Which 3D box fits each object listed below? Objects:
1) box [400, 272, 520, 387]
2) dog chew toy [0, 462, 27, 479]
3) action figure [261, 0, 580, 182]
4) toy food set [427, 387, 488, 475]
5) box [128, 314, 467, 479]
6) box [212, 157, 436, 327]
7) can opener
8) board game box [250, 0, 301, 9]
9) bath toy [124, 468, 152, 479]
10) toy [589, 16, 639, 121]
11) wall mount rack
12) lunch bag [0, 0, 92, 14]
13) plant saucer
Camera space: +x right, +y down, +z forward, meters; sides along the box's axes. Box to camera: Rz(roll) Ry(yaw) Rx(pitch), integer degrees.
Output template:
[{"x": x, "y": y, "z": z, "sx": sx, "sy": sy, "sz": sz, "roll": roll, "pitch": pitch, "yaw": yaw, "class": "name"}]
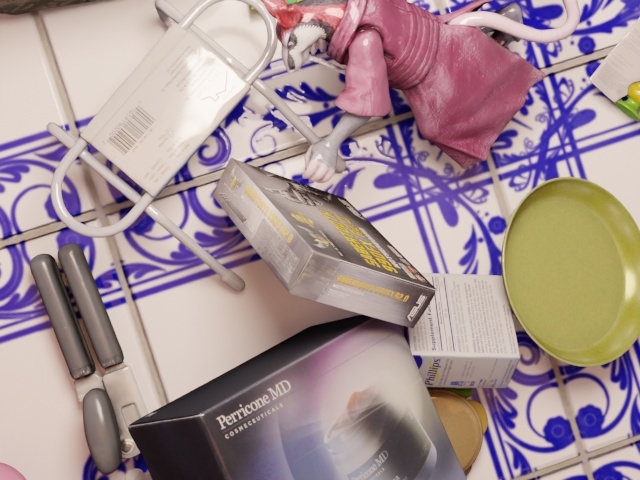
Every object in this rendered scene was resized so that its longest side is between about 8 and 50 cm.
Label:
[{"x": 0.165, "y": 0.111, "z": 1.248, "sx": 0.137, "sy": 0.072, "sz": 0.126, "roll": 3, "pitch": 50, "yaw": -6, "class": "box"}, {"x": -0.489, "y": 0.300, "z": 1.154, "sx": 0.331, "sy": 0.206, "sz": 0.207, "roll": 14, "pitch": 88, "yaw": -13, "class": "dog chew toy"}, {"x": 0.101, "y": -0.216, "z": 1.147, "sx": 0.370, "sy": 0.275, "sz": 0.248, "roll": 13, "pitch": 53, "yaw": -40, "class": "action figure"}, {"x": 0.151, "y": 0.249, "z": 1.297, "sx": 0.132, "sy": 0.038, "sz": 0.192, "roll": -7, "pitch": 96, "yaw": 1, "class": "toy food set"}, {"x": -0.009, "y": 0.272, "z": 1.144, "sx": 0.296, "sy": 0.182, "sz": 0.294, "roll": -26, "pitch": 92, "yaw": -38, "class": "box"}, {"x": 0.000, "y": 0.000, "z": 1.153, "sx": 0.183, "sy": 0.231, "sz": 0.056, "roll": 19, "pitch": 108, "yaw": -36, "class": "box"}, {"x": -0.278, "y": 0.140, "z": 1.228, "sx": 0.074, "sy": 0.093, "sz": 0.280, "roll": -20, "pitch": 87, "yaw": -5, "class": "can opener"}, {"x": -0.006, "y": -0.352, "z": 1.259, "sx": 0.181, "sy": 0.043, "sz": 0.092, "roll": -10, "pitch": 116, "yaw": -5, "class": "board game box"}, {"x": -0.244, "y": 0.362, "z": 1.149, "sx": 0.348, "sy": 0.151, "sz": 0.129, "roll": -11, "pitch": 132, "yaw": -33, "class": "bath toy"}, {"x": 0.471, "y": -0.259, "z": 1.317, "sx": 0.137, "sy": 0.056, "sz": 0.237, "roll": 39, "pitch": 91, "yaw": -8, "class": "toy"}, {"x": -0.146, "y": -0.116, "z": 1.225, "sx": 0.304, "sy": 0.130, "sz": 0.350, "roll": 40, "pitch": 86, "yaw": -1, "class": "wall mount rack"}, {"x": -0.273, "y": -0.425, "z": 1.164, "sx": 0.305, "sy": 0.212, "sz": 0.256, "roll": -14, "pitch": 92, "yaw": -6, "class": "lunch bag"}, {"x": 0.319, "y": 0.040, "z": 1.275, "sx": 0.241, "sy": 0.037, "sz": 0.241, "roll": 5, "pitch": 78, "yaw": -26, "class": "plant saucer"}]
